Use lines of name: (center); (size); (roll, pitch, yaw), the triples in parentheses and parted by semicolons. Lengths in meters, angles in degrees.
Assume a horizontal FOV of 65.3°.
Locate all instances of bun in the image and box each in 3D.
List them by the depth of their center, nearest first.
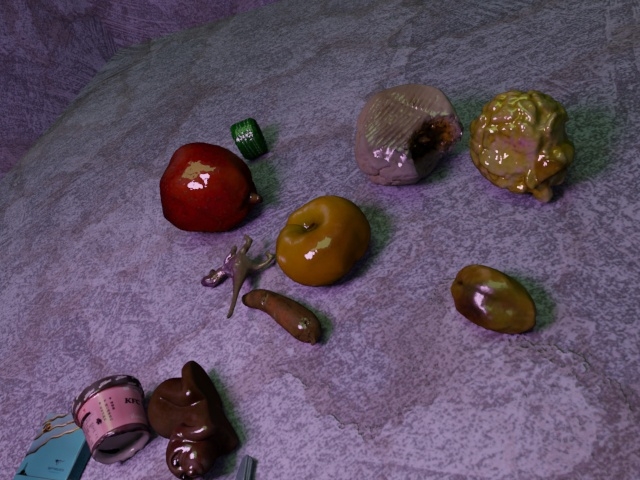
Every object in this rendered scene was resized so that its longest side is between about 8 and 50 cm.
bun: (0.219, -0.262, 1.310); (0.281, 0.205, 0.282); (-8, 60, 14)

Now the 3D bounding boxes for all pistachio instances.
pistachio: (0.328, 0.108, 0.969); (0.100, 0.110, 0.189); (-12, 34, -30)

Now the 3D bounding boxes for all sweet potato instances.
sweet potato: (-0.094, 0.163, 1.167); (0.273, 0.075, 0.075); (22, 63, 43)

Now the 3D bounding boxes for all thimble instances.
thimble: (-0.238, -0.339, 1.676); (0.090, 0.130, 0.118); (-24, 62, 6)

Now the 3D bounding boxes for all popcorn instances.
popcorn: (0.466, -0.222, 1.142); (0.259, 0.259, 0.212); (11, 41, 35)

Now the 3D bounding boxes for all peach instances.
peach: (0.000, 0.000, 1.221); (0.251, 0.153, 0.251); (-27, 29, 17)

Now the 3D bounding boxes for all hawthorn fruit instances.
hawthorn fruit: (-0.308, -0.151, 1.453); (0.307, 0.265, 0.265); (8, 54, 23)

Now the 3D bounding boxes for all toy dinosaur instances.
toy dinosaur: (-0.210, 0.089, 1.286); (0.200, 0.072, 0.251); (-47, 41, -13)

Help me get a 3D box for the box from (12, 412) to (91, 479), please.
box: (-0.605, 0.509, 1.127); (0.161, 0.041, 0.229); (-6, 48, 23)

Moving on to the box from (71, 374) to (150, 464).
box: (-0.446, 0.392, 1.082); (0.151, 0.151, 0.135); (-35, 51, -7)

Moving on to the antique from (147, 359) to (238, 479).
antique: (-0.273, 0.375, 1.024); (0.143, 0.121, 0.257); (-39, 42, -7)

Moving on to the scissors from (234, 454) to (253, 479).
scissors: (-0.176, 0.589, 0.834); (0.192, 0.029, 0.447); (-7, 48, 22)
